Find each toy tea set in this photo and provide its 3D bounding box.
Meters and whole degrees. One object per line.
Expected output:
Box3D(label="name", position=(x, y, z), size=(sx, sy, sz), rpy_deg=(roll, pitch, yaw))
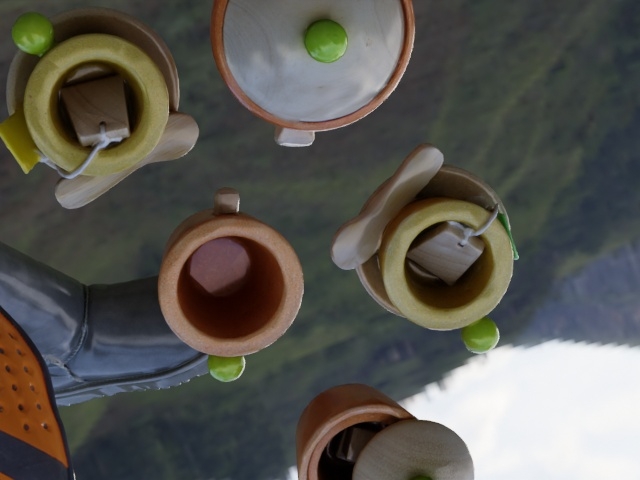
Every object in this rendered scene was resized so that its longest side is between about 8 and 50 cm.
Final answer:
Box3D(label="toy tea set", position=(0.000, 0.000, 0.834), size=(0.200, 0.336, 0.124), rpy_deg=(-34, -161, 0))

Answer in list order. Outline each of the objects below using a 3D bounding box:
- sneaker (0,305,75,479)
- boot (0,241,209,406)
Box3D(label="sneaker", position=(-0.182, 0.116, 0.571), size=(0.125, 0.180, 0.321), rpy_deg=(-31, -142, 51))
Box3D(label="boot", position=(-0.165, 0.026, 1.000), size=(0.190, 0.208, 0.076), rpy_deg=(-24, -130, 19))
